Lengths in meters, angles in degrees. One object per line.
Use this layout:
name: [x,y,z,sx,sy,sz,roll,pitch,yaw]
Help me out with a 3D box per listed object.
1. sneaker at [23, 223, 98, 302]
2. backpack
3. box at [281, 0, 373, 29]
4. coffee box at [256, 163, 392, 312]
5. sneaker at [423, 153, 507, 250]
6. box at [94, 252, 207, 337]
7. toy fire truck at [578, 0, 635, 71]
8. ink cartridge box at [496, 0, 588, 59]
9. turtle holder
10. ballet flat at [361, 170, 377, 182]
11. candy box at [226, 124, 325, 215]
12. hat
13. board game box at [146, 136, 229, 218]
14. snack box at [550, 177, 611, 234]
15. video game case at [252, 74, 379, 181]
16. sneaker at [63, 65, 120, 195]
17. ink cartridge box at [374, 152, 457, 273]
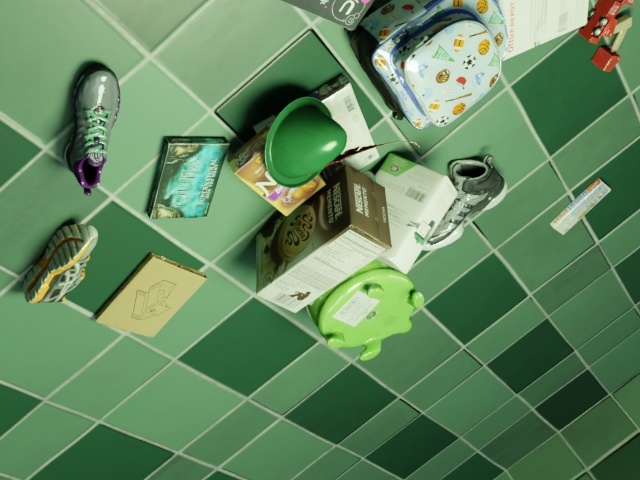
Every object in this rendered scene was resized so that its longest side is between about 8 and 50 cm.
sneaker: [-0.492,0.046,1.731,0.083,0.084,0.215,17,129,-46]
backpack: [0.222,-0.368,1.687,0.263,0.213,0.276,-44,138,-3]
box: [-0.031,-0.469,1.433,0.247,0.163,0.142,12,127,-41]
coffee box: [0.000,0.000,1.855,0.119,0.168,0.297,28,132,-32]
sneaker: [0.314,-0.099,2.101,0.269,0.101,0.153,-38,140,-3]
box: [-0.366,0.123,1.935,0.201,0.021,0.164,-47,139,15]
toy fire truck: [0.645,-0.475,1.969,0.135,0.047,0.192,5,127,-37]
ink cartridge box: [0.423,-0.475,1.786,0.218,0.092,0.158,-26,140,-11]
turtle holder: [0.108,0.116,2.080,0.320,0.227,0.243,-5,132,-31]
ballet flat: [0.028,-0.092,1.932,0.213,0.068,0.072,-20,144,21]
candy box: [-0.086,-0.136,1.768,0.109,0.053,0.187,-39,138,11]
hat: [0.028,-0.172,1.659,0.208,0.184,0.173,-53,137,-14]
board game box: [-0.262,-0.122,1.747,0.126,0.026,0.186,-4,133,-31]
snack box: [0.709,-0.092,2.427,0.178,0.022,0.064,-46,138,16]
video game case: [-0.003,-0.201,1.824,0.210,0.042,0.232,-31,140,-1]
sneaker: [-0.384,-0.187,1.540,0.083,0.098,0.223,-4,133,-31]
ink cartridge box: [0.168,-0.059,1.934,0.219,0.160,0.092,-56,145,-8]
